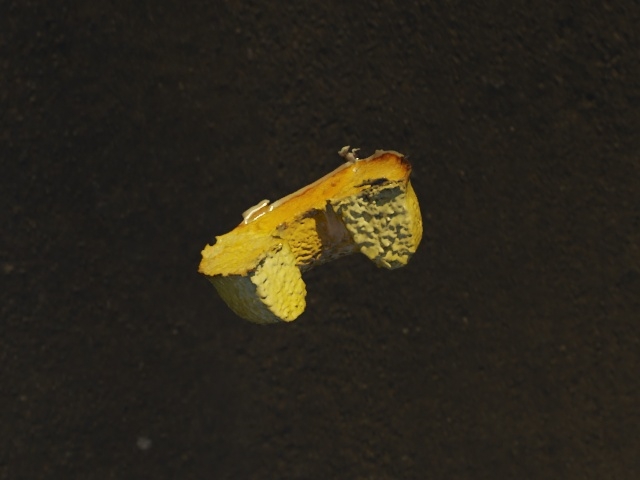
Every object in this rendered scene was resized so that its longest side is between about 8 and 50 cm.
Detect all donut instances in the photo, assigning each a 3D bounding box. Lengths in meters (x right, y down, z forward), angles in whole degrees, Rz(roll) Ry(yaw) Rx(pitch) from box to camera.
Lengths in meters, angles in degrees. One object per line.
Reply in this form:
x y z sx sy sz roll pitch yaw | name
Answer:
-0.005 -0.001 0.899 0.181 0.146 0.078 -32 108 -7 | donut
